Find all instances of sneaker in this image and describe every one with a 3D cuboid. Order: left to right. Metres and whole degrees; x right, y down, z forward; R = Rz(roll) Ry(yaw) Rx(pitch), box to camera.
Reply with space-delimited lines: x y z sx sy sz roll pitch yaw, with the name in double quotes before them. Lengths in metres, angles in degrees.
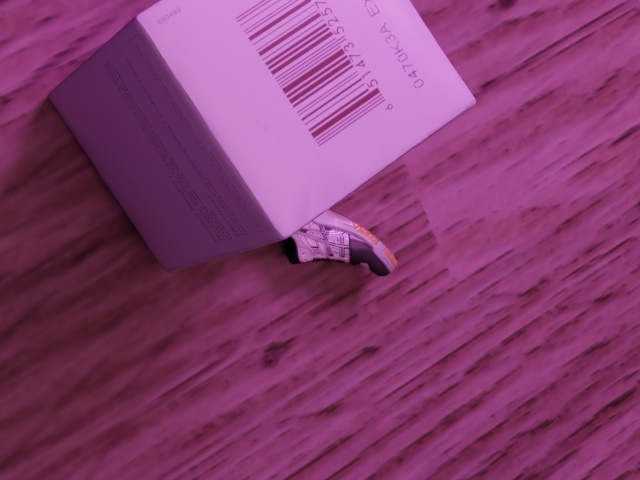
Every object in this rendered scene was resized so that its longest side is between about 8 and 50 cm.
"sneaker" 0.000 0.000 0.806 0.083 0.032 0.037 33 87 -18

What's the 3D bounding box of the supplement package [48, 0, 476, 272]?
"supplement package" -0.033 -0.061 0.681 0.105 0.179 0.105 -37 99 -20
